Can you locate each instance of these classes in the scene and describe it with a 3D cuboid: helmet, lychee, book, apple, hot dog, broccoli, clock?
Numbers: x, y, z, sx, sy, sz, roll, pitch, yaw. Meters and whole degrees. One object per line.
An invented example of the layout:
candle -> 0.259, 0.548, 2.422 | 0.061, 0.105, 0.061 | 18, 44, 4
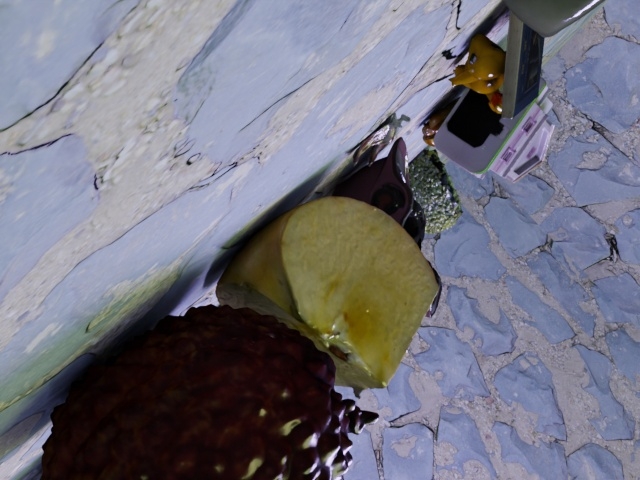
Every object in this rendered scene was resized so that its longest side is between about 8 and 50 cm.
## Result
helmet -> 0.105, -0.006, 1.589 | 0.197, 0.338, 0.271 | -16, 172, 11
lychee -> -0.139, 0.291, 1.209 | 0.500, 0.424, 0.424 | -5, 153, -33
book -> 0.344, -0.316, 1.420 | 0.269, 0.025, 0.191 | -37, 131, -63
apple -> 0.002, 0.085, 1.346 | 0.314, 0.309, 0.252 | -40, -159, 17
hot dog -> 0.289, -0.271, 1.894 | 0.235, 0.062, 0.092 | -32, 156, -48
broccoli -> 0.310, -0.133, 2.525 | 0.180, 0.242, 0.273 | -22, 172, 8
clock -> 0.398, -0.243, 1.859 | 0.235, 0.166, 0.309 | -56, 153, 10

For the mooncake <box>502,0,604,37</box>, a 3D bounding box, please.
mooncake -> 0.282, -0.326, 0.845 | 0.275, 0.135, 0.275 | -43, 179, -1

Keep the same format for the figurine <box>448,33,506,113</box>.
figurine -> 0.280, -0.269, 1.410 | 0.121, 0.122, 0.176 | -24, 175, 8

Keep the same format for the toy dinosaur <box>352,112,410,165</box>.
toy dinosaur -> 0.104, -0.169, 1.413 | 0.108, 0.032, 0.220 | -50, 174, 39

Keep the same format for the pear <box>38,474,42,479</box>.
pear -> -0.392, 0.516, 1.714 | 0.352, 0.352, 0.413 | -40, -176, -38
